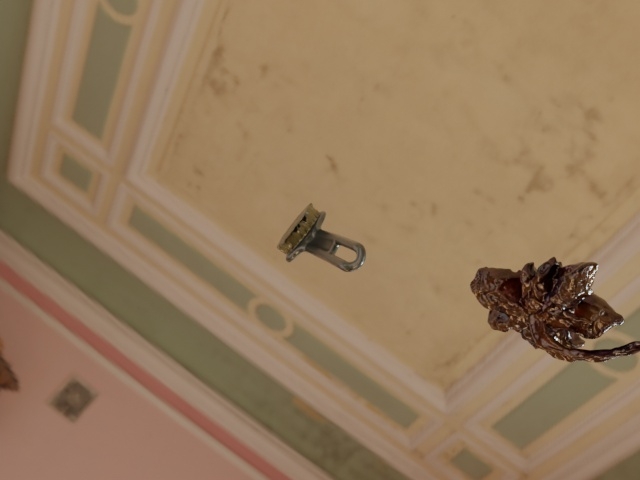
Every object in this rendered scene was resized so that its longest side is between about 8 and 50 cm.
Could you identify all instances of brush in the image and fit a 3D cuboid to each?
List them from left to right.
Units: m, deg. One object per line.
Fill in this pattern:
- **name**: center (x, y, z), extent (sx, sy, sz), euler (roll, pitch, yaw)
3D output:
- **brush**: center (0.000, 0.000, 0.843), extent (0.027, 0.062, 0.266), euler (37, -3, -11)

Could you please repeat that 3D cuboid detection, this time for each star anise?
- **star anise**: center (0.206, 0.061, 0.777), extent (0.191, 0.070, 0.097), euler (-6, -55, 50)
